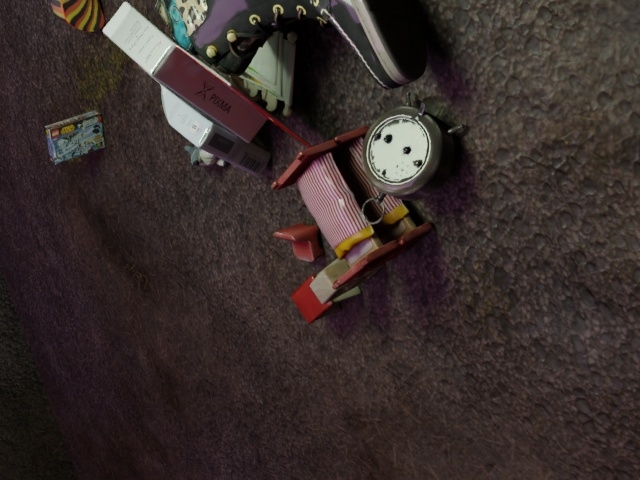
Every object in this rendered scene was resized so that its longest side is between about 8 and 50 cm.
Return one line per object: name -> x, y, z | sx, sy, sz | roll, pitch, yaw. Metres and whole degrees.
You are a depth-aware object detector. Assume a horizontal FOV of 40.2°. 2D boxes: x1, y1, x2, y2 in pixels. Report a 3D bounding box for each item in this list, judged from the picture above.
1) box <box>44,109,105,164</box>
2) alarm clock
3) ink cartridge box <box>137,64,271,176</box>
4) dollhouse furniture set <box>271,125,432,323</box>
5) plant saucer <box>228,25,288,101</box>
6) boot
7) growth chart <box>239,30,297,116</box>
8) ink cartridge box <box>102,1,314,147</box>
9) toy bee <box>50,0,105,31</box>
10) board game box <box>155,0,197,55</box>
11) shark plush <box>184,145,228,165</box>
box -> -0.585, -0.248, 2.088 | 0.027, 0.137, 0.094 | 34, 135, 36
alarm clock -> 0.112, -0.108, 1.249 | 0.129, 0.064, 0.192 | 36, 106, 29
ink cartridge box -> -0.221, -0.217, 1.593 | 0.232, 0.189, 0.066 | 35, 97, 32
dollhouse furniture set -> 0.000, 0.000, 1.456 | 0.201, 0.152, 0.374 | 57, 145, 10
plant saucer -> -0.110, -0.337, 1.487 | 0.198, 0.036, 0.199 | 32, 136, 38
boot -> -0.040, -0.325, 1.231 | 0.284, 0.138, 0.377 | -34, 85, 35
growth chart -> -0.116, -0.324, 1.454 | 0.237, 0.021, 0.172 | 44, 142, 27
ink cartridge box -> -0.167, -0.230, 1.380 | 0.261, 0.296, 0.066 | 41, 95, 29
toy bee -> -0.553, -0.573, 1.815 | 0.195, 0.162, 0.298 | 8, 118, 53
board game box -> -0.242, -0.441, 1.603 | 0.126, 0.026, 0.186 | 57, 145, 9
shark plush -> -0.230, -0.185, 1.761 | 0.161, 0.073, 0.067 | -163, 73, -72
